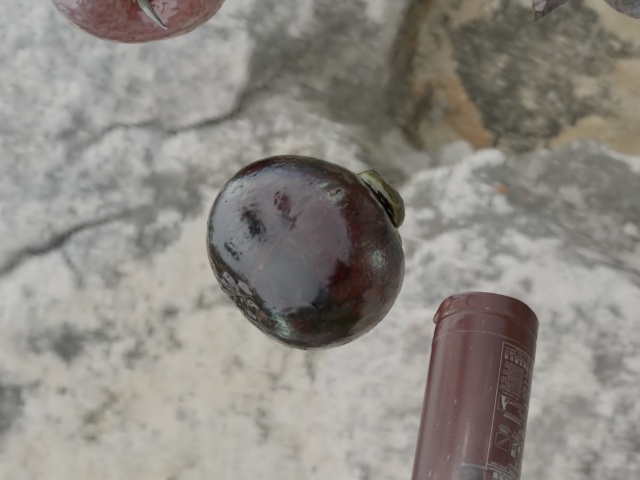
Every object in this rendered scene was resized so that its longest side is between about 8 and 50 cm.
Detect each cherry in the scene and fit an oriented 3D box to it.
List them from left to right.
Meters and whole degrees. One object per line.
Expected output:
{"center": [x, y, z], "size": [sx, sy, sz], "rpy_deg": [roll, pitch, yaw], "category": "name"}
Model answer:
{"center": [-0.225, -0.346, 2.070], "size": [0.213, 0.236, 0.285], "rpy_deg": [-52, 45, 37], "category": "cherry"}

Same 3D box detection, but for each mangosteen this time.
{"center": [-0.002, 0.006, 1.767], "size": [0.216, 0.216, 0.216], "rpy_deg": [-12, 72, 39], "category": "mangosteen"}

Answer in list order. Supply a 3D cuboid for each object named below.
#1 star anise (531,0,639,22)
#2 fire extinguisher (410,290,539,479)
{"center": [0.265, -0.308, 1.644], "size": [0.212, 0.073, 0.196], "rpy_deg": [5, 93, 30], "category": "star anise"}
{"center": [0.123, 0.178, 1.452], "size": [0.105, 0.105, 0.269], "rpy_deg": [-15, 51, 38], "category": "fire extinguisher"}
